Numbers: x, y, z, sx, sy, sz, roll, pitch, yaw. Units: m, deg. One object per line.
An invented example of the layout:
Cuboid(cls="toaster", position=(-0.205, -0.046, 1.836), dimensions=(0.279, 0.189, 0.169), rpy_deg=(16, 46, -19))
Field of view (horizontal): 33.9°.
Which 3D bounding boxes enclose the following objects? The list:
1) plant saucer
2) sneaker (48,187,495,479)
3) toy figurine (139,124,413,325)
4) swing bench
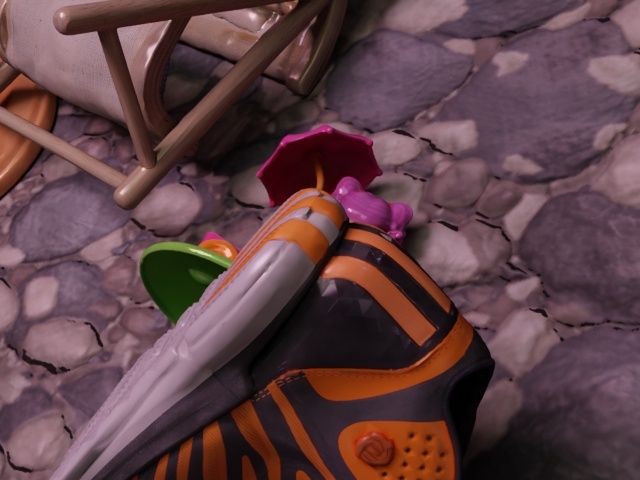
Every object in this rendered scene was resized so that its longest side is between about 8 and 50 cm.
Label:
Cuboid(cls="plant saucer", position=(-0.333, -0.098, 0.948), dimensions=(0.200, 0.037, 0.200), rpy_deg=(-13, 52, 18))
Cuboid(cls="sneaker", position=(-0.034, 0.131, 0.576), dimensions=(0.321, 0.180, 0.124), rpy_deg=(-45, 9, 36))
Cuboid(cls="toy figurine", position=(0.000, 0.000, 0.674), dimensions=(0.173, 0.130, 0.159), rpy_deg=(25, 60, 15))
Cuboid(cls="swing bench", position=(-0.144, -0.187, 0.826), dimensions=(0.255, 0.165, 0.253), rpy_deg=(-36, 44, -29))
